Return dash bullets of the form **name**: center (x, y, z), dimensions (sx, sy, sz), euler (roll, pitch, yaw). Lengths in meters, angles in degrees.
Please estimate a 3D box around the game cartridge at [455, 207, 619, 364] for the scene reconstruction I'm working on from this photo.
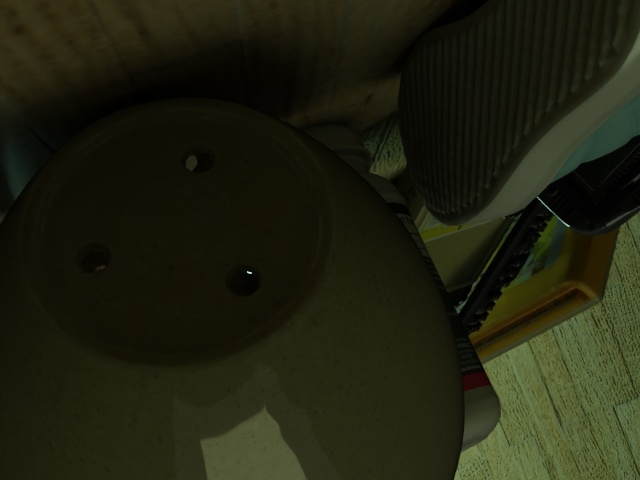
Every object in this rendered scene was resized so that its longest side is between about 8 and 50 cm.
- **game cartridge**: center (0.239, -0.007, 1.528), dimensions (0.285, 0.053, 0.323), euler (-36, -155, 45)

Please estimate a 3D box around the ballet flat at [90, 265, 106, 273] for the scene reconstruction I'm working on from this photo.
- **ballet flat**: center (-0.189, 0.015, 0.982), dimensions (0.221, 0.079, 0.077), euler (-22, -169, -5)

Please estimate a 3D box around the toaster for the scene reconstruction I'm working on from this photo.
- **toaster**: center (0.254, -0.098, 1.066), dimensions (0.227, 0.129, 0.146), euler (-51, 164, 28)

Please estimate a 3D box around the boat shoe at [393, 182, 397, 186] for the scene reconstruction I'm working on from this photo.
- **boat shoe**: center (0.092, -0.006, 1.738), dimensions (0.123, 0.123, 0.342), euler (-12, 171, -3)

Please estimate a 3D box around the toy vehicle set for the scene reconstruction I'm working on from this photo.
- **toy vehicle set**: center (0.130, -0.043, 1.188), dimensions (0.166, 0.035, 0.267), euler (-16, 145, -41)

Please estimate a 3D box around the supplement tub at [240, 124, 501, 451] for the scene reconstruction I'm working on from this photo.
- **supplement tub**: center (0.010, 0.065, 1.065), dimensions (0.191, 0.272, 0.191), euler (-23, 165, -6)

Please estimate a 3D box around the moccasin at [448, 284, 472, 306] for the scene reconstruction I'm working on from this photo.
- **moccasin**: center (0.002, 0.000, 1.286), dimensions (0.380, 0.147, 0.139), euler (-2, -179, -34)

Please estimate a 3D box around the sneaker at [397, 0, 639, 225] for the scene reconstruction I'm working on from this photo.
- **sneaker**: center (0.165, -0.098, 0.807), dimensions (0.150, 0.135, 0.366), euler (-8, 171, -19)

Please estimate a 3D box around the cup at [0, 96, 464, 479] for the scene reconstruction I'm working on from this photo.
- **cup**: center (-0.070, 0.050, 0.782), dimensions (0.331, 0.331, 0.237), euler (-20, 151, -10)

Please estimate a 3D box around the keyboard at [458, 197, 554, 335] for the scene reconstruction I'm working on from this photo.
- **keyboard**: center (0.231, -0.040, 1.339), dimensions (0.317, 0.033, 0.201), euler (-58, 172, 11)
